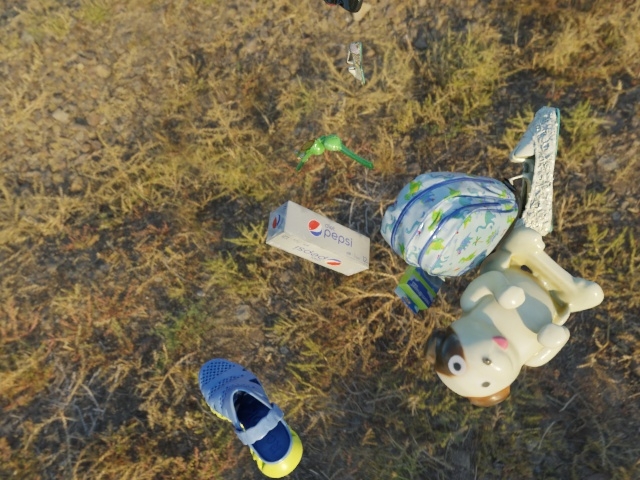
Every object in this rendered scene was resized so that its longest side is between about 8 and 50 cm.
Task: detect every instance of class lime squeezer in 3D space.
[{"bbox_3d":[0.021,-0.266,1.358,0.311,0.110,0.058,5,53,43],"label":"lime squeezer"}]

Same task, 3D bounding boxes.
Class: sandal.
[{"bbox_3d":[-0.163,0.352,0.980,0.318,0.138,0.126,29,58,37],"label":"sandal"},{"bbox_3d":[0.036,-0.542,0.986,0.040,0.067,0.179,-9,38,-23],"label":"sandal"}]

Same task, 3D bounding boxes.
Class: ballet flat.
[{"bbox_3d":[0.645,-0.211,1.383,0.147,0.147,0.407,3,92,18],"label":"ballet flat"},{"bbox_3d":[0.087,-0.442,1.130,0.041,0.114,0.041,-6,52,8],"label":"ballet flat"}]

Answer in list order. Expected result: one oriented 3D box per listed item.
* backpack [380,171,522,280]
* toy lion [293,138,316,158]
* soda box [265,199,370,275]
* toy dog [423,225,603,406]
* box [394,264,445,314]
[{"bbox_3d":[0.323,-0.041,1.142,0.290,0.356,0.273,-55,36,28],"label":"backpack"},{"bbox_3d":[-0.049,-0.341,1.693,0.096,0.034,0.100,-40,31,-2],"label":"toy lion"},{"bbox_3d":[0.000,0.000,1.214,0.091,0.287,0.097,-27,49,47],"label":"soda box"},{"bbox_3d":[0.444,0.214,1.171,0.284,0.395,0.408,49,58,-1],"label":"toy dog"},{"bbox_3d":[0.295,0.113,1.304,0.178,0.109,0.042,-52,18,-30],"label":"box"}]
